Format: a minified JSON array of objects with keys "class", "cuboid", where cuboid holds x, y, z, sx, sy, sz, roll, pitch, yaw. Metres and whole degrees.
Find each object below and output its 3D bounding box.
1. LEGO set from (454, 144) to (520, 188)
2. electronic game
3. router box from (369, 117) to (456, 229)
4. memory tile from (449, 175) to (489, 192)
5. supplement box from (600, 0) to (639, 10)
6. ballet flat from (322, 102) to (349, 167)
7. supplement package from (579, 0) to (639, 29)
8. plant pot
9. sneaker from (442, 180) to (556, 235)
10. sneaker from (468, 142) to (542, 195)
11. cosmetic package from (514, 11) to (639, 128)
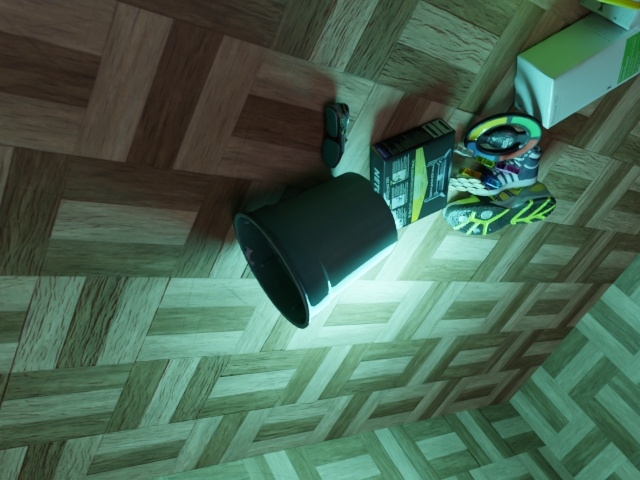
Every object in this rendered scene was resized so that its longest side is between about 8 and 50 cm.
[{"class":"LEGO set","cuboid":[0.490,-0.224,1.855,0.227,0.093,0.087,19,97,-17]},{"class":"electronic game","cuboid":[0.554,-0.312,1.809,0.229,0.048,0.229,-1,151,0]},{"class":"router box","cuboid":[0.268,-0.182,1.765,0.242,0.081,0.309,-24,140,-17]},{"class":"memory tile","cuboid":[0.448,-0.177,1.871,0.113,0.148,0.012,27,75,-51]},{"class":"supplement box","cuboid":[0.660,-0.711,1.441,0.356,0.195,0.194,-4,132,-34]},{"class":"ballet flat","cuboid":[0.047,-0.270,1.524,0.070,0.070,0.188,-19,142,-22]},{"class":"supplement package","cuboid":[0.829,-0.665,1.629,0.105,0.179,0.105,-12,136,-28]},{"class":"plant pot","cuboid":[0.000,0.000,1.573,0.334,0.341,0.341,-32,142,-21]},{"class":"sneaker","cuboid":[0.602,-0.124,2.050,0.384,0.147,0.145,-7,139,-7]},{"class":"sneaker","cuboid":[0.603,-0.245,1.950,0.282,0.099,0.153,-12,128,-20]},{"class":"cosmetic package","cuboid":[0.765,-0.519,1.750,0.365,0.155,0.197,-33,142,-8]}]
